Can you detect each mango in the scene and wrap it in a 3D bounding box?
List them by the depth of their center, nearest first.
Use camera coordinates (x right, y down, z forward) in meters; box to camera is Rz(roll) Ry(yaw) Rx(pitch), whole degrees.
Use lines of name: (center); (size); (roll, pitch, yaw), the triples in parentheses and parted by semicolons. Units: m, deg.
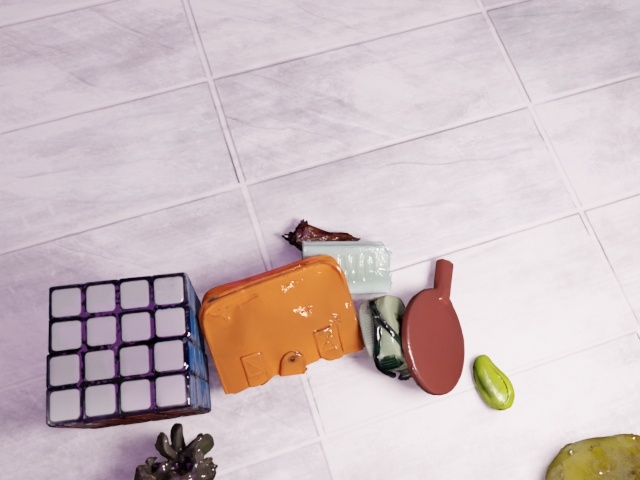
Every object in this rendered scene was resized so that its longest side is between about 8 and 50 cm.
mango: (0.489, 0.403, 1.737); (0.091, 0.074, 0.165); (-19, 62, -4)

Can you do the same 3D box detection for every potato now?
potato: (0.757, 0.631, 1.603); (0.359, 0.219, 0.269); (-28, 85, -19)

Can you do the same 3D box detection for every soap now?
soap: (0.075, 0.080, 1.780); (0.262, 0.094, 0.150); (-1, 105, -2)

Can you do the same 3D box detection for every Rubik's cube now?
Rubik's cube: (-0.480, 0.295, 1.582); (0.344, 0.344, 0.337); (-6, 71, -6)

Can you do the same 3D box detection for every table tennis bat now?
table tennis bat: (0.331, 0.234, 1.730); (0.268, 0.051, 0.414); (37, 51, -31)

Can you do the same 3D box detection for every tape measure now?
tape measure: (0.197, 0.270, 1.692); (0.115, 0.207, 0.235); (-19, 72, 21)

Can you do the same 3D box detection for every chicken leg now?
chicken leg: (0.000, 0.000, 1.849); (0.234, 0.063, 0.105); (16, 76, 0)

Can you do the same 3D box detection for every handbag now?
handbag: (-0.106, 0.227, 1.677); (0.410, 0.116, 0.303); (-18, 102, -6)

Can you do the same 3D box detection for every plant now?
plant: (-0.374, 0.612, 1.559); (0.189, 0.199, 0.275); (11, 71, 5)
